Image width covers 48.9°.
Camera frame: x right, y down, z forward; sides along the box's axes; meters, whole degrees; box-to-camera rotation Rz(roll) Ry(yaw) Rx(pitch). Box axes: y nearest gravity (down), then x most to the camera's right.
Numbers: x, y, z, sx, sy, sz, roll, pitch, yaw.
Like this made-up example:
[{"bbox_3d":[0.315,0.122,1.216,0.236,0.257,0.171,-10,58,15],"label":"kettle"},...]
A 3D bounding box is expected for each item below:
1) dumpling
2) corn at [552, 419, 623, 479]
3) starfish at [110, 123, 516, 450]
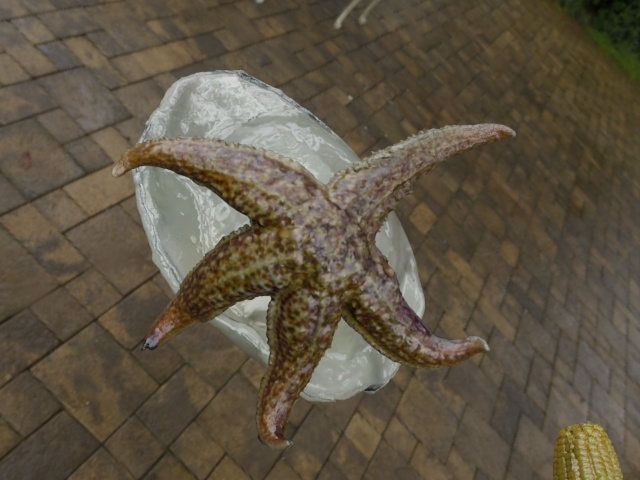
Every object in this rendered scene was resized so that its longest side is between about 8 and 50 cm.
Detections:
[{"bbox_3d":[-0.028,0.018,0.669,0.260,0.182,0.341,-62,142,-47],"label":"dumpling"},{"bbox_3d":[0.349,0.378,0.893,0.102,0.102,0.312,25,55,-30],"label":"corn"},{"bbox_3d":[0.000,0.002,0.382,0.213,0.238,0.057,47,8,-9],"label":"starfish"}]
